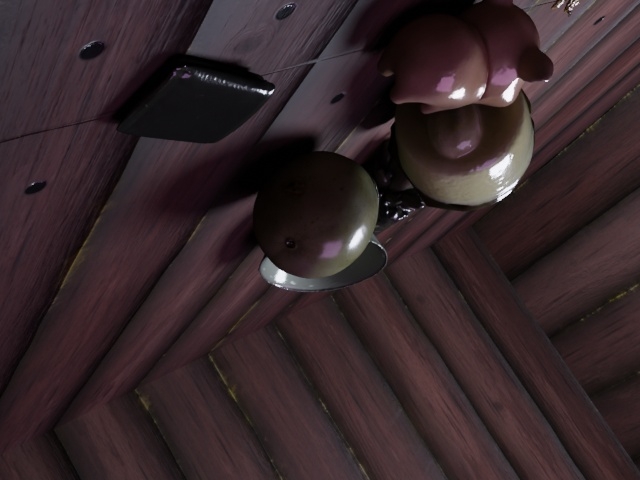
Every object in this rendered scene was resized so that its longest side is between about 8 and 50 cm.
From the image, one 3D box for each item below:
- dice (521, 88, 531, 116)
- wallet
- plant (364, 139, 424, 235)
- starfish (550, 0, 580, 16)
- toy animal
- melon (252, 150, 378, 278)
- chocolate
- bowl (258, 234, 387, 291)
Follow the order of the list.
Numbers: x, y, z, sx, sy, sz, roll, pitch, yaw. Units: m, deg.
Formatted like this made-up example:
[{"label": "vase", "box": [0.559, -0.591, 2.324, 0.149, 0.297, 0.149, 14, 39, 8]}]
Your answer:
[{"label": "dice", "box": [0.407, -0.312, 2.278, 0.166, 0.169, 0.169, -26, 167, -31]}, {"label": "wallet", "box": [-0.194, -0.214, 1.420, 0.168, 0.052, 0.245, -38, 162, 25]}, {"label": "plant", "box": [0.188, -0.148, 2.395, 0.320, 0.194, 0.181, -39, 180, 44]}, {"label": "starfish", "box": [0.602, -0.595, 1.916, 0.302, 0.060, 0.299, -43, 172, 19]}, {"label": "toy animal", "box": [0.271, -0.351, 1.729, 0.269, 0.237, 0.326, -27, 170, 33]}, {"label": "melon", "box": [-0.009, -0.062, 1.983, 0.268, 0.268, 0.330, -41, -173, 33]}, {"label": "chocolate", "box": [0.303, -0.262, 1.985, 0.314, 0.326, 0.297, -31, 152, 3]}, {"label": "bowl", "box": [0.000, 0.000, 2.387, 0.337, 0.158, 0.337, -5, 153, -2]}]
